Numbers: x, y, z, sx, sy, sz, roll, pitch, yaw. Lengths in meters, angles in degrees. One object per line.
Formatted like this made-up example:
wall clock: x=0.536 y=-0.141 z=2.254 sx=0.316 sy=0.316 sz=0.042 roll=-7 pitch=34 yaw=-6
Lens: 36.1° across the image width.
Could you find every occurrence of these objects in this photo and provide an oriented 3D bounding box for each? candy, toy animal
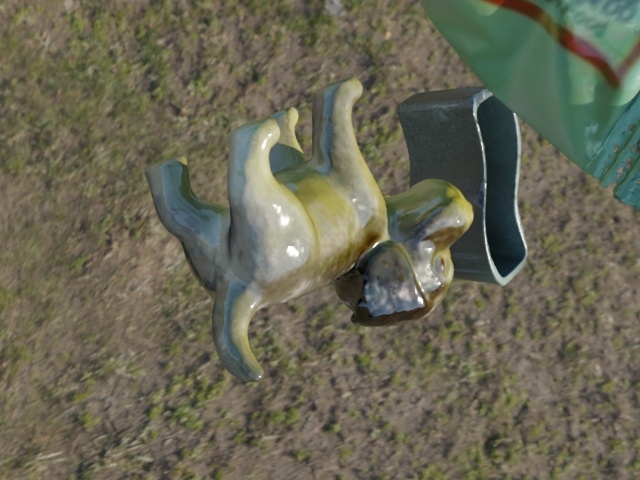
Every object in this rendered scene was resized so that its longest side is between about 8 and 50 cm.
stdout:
candy: x=0.155 y=-0.217 z=0.723 sx=0.397 sy=0.263 sz=0.172 roll=31 pitch=28 yaw=6
toy animal: x=0.002 y=-0.015 z=0.635 sx=0.233 sy=0.121 sz=0.169 roll=-13 pitch=86 yaw=-52

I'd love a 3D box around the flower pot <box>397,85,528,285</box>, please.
flower pot: x=0.168 y=-0.065 z=1.147 sx=0.103 sy=0.108 sz=0.229 roll=-21 pitch=110 yaw=-47
